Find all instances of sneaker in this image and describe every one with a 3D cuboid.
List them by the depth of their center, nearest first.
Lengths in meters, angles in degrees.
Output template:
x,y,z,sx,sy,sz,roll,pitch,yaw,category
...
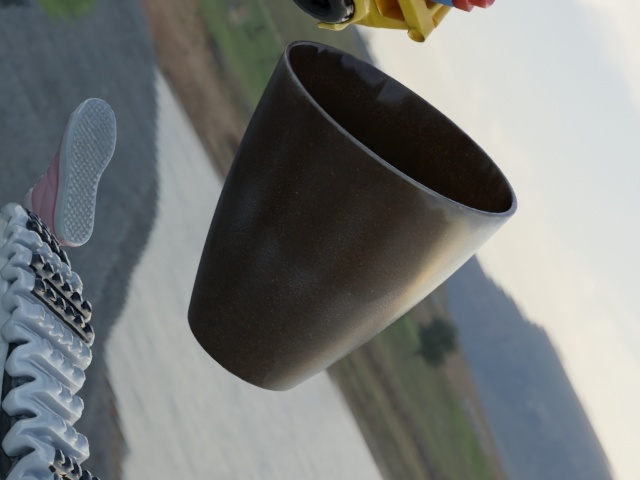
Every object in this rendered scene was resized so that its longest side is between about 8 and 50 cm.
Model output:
x,y,z,sx,sy,sz,roll,pitch,yaw,category
-0.218,0.101,1.083,0.110,0.118,0.292,57,20,-52,sneaker
-0.223,-0.058,1.394,0.051,0.070,0.134,23,70,-41,sneaker

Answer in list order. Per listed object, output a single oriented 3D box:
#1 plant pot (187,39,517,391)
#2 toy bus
x,y,z,sx,sy,sz,roll,pitch,yaw,category
0.000,0.000,1.255,0.215,0.230,0.215,31,20,-13,plant pot
0.067,-0.290,1.472,0.211,0.149,0.220,22,-27,37,toy bus
